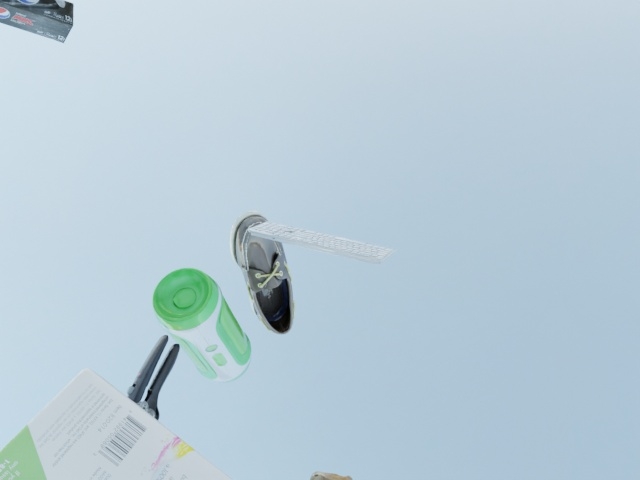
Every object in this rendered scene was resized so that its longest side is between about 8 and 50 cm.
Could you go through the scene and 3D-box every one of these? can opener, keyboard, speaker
[{"bbox_3d":[-0.269,0.224,0.909,0.073,0.059,0.186,-20,-142,31],"label":"can opener"},{"bbox_3d":[0.000,0.000,1.018,0.256,0.072,0.014,13,-65,23],"label":"keyboard"},{"bbox_3d":[-0.220,0.172,1.127,0.131,0.296,0.131,-4,-124,6],"label":"speaker"}]

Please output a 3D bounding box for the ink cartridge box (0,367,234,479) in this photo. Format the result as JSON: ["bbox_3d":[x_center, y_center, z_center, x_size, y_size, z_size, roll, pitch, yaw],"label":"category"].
[{"bbox_3d":[-0.199,0.336,0.641,0.353,0.207,0.119,39,-54,-3],"label":"ink cartridge box"}]

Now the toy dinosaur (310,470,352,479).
[{"bbox_3d":[0.043,0.242,0.394,0.112,0.064,0.211,-28,-63,19],"label":"toy dinosaur"}]

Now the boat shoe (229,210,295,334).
[{"bbox_3d":[-0.119,0.080,1.301,0.117,0.324,0.096,-24,-137,-19],"label":"boat shoe"}]

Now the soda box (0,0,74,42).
[{"bbox_3d":[-0.535,-0.416,1.040,0.060,0.169,0.053,-28,-118,45],"label":"soda box"}]
